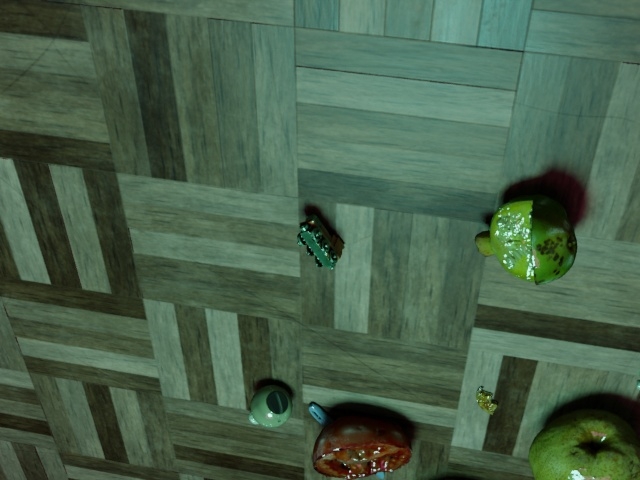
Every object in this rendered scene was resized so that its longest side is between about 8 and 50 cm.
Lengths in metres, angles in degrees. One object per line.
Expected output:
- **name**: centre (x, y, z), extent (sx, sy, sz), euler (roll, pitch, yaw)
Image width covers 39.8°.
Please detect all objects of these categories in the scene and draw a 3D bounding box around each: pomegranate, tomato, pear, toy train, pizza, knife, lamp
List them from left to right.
- **lamp**: centre (-0.120, 0.372, 1.938), extent (0.091, 0.091, 0.163), euler (26, 151, -10)
- **toy train**: centre (0.000, 0.000, 1.545), extent (0.044, 0.064, 0.103), euler (-15, 126, 34)
- **knife**: centre (0.062, 0.463, 2.012), extent (0.044, 0.019, 0.313), euler (-16, 128, 38)
- **tomato**: centre (0.081, 0.442, 1.920), extent (0.227, 0.101, 0.228), euler (-6, 145, -4)
- **pizza**: centre (0.338, 0.328, 1.801), extent (0.037, 0.016, 0.083), euler (-15, 126, 20)
- **pomegranate**: centre (0.339, -0.003, 1.414), extent (0.169, 0.122, 0.143), euler (-3, 110, 66)
- **pear**: centre (0.524, 0.426, 1.721), extent (0.228, 0.188, 0.211), euler (7, 137, 12)

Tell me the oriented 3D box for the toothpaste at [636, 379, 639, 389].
- **toothpaste**: centre (0.714, 0.250, 1.603), extent (0.268, 0.047, 0.069), euler (-9, 117, 19)
